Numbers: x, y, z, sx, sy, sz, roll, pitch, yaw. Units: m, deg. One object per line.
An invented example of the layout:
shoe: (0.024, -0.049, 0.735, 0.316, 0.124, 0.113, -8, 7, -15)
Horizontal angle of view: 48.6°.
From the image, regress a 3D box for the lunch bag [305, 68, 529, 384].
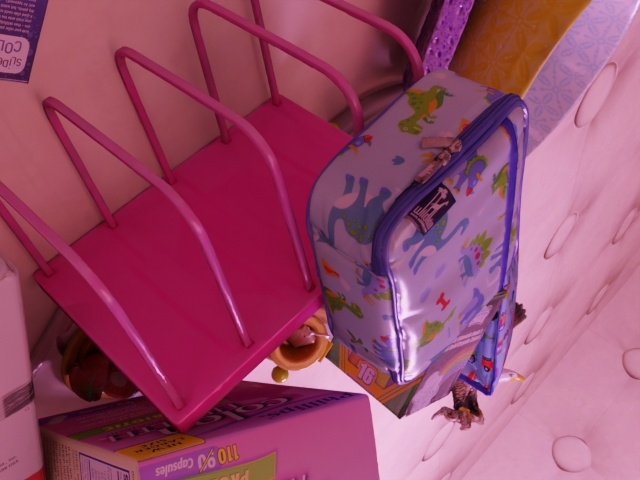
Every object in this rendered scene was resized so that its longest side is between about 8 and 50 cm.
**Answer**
lunch bag: (0.082, -0.007, 0.537, 0.176, 0.090, 0.219, -43, 146, -24)

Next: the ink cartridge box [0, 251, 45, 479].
ink cartridge box: (-0.312, 0.126, 0.486, 0.197, 0.114, 0.272, -26, 142, -39)

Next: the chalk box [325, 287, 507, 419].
chalk box: (0.123, 0.082, 0.862, 0.132, 0.132, 0.213, -5, 124, -53)

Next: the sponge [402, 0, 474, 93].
sponge: (0.133, -0.240, 0.755, 0.117, 0.031, 0.210, -77, -175, -52)

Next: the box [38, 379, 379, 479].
box: (-0.108, 0.203, 0.621, 0.214, 0.243, 0.117, -5, 89, -39)

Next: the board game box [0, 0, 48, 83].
board game box: (-0.237, -0.159, 0.370, 0.201, 0.035, 0.136, -6, 126, -53)

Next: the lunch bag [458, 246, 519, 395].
lunch bag: (0.312, 0.095, 1.313, 0.221, 0.138, 0.293, -49, 154, -56)

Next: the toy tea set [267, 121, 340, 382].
toy tea set: (0.000, 0.000, 0.729, 0.200, 0.124, 0.336, 28, 97, -28)

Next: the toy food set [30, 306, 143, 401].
toy food set: (-0.184, 0.123, 0.717, 0.128, 0.071, 0.218, -55, 151, 1)

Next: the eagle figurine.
eagle figurine: (0.348, 0.265, 1.592, 0.226, 0.225, 0.298, 165, -67, -73)

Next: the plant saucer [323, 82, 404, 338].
plant saucer: (0.078, -0.005, 0.940, 0.400, 0.101, 0.400, -37, 147, -29)

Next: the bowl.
bowl: (0.237, -0.239, 0.844, 0.289, 0.156, 0.289, -43, 160, -20)

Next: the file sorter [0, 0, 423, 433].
file sorter: (-0.080, -0.052, 0.548, 0.291, 0.202, 0.182, -41, 148, -22)
